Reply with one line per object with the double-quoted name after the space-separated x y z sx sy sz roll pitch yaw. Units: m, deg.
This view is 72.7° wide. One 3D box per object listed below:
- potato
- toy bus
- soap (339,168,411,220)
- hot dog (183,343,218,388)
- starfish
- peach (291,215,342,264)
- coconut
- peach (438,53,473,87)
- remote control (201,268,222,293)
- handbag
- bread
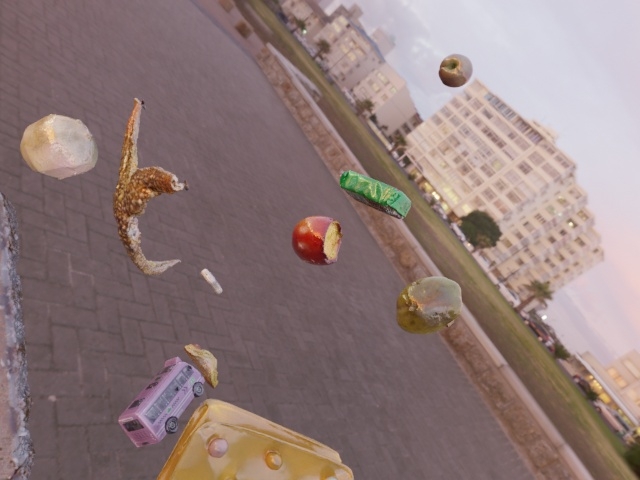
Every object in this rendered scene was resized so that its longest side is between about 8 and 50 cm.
0.377 0.227 1.513 0.148 0.229 0.196 -65 152 -82 "potato"
-0.369 0.376 1.025 0.108 0.096 0.199 58 28 -14 "toy bus"
0.222 -0.190 1.807 0.274 0.097 0.218 28 0 36 "soap"
-0.368 0.393 1.400 0.061 0.078 0.168 -37 101 -33 "hot dog"
-0.373 -0.088 0.925 0.132 0.397 0.383 -9 49 -24 "starfish"
0.000 0.000 1.571 0.195 0.190 0.226 61 -25 -5 "peach"
-0.733 -0.268 1.243 0.194 0.194 0.194 46 15 -16 "coconut"
0.330 -0.411 1.059 0.083 0.083 0.083 46 15 -16 "peach"
-0.421 0.159 1.690 0.074 0.032 0.122 45 -16 28 "remote control"
-0.143 0.548 0.934 0.401 0.282 0.133 31 -5 -21 "handbag"
-0.476 0.137 0.610 0.113 0.165 0.415 -3 89 -34 "bread"
